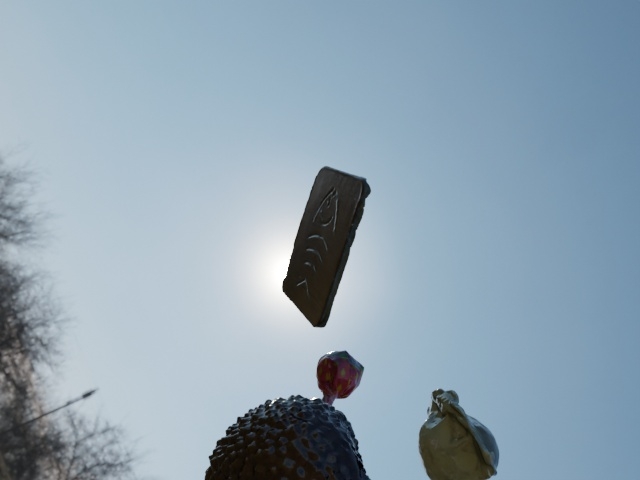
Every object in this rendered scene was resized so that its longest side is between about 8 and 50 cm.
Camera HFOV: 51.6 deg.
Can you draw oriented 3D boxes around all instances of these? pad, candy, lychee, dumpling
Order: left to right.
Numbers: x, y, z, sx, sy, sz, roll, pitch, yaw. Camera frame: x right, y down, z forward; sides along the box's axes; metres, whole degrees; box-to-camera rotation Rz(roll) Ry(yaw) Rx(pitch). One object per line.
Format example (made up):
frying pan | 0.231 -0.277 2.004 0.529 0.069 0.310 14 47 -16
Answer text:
lychee | -0.049 0.375 1.025 0.267 0.267 0.268 31 -49 43
pad | 0.000 0.000 1.285 0.286 0.018 0.284 -146 -107 -68
candy | 0.009 0.439 1.652 0.124 0.366 0.124 14 -36 11
dumpling | 0.261 0.390 1.310 0.258 0.146 0.193 119 -47 -68
